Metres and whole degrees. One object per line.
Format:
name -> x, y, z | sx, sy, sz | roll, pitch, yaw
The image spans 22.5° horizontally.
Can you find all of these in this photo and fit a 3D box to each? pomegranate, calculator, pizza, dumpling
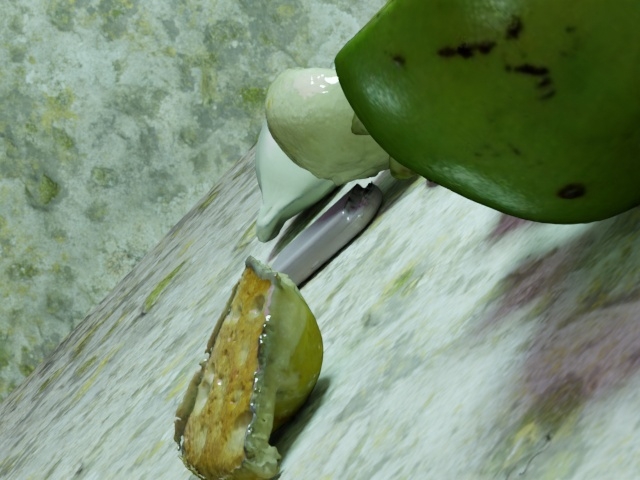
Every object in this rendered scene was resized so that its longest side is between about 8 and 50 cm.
pomegranate -> 0.157, -0.122, 1.014 | 0.309, 0.216, 0.358 | -51, 2, -34
calculator -> 0.000, 0.000, 1.753 | 0.175, 0.032, 0.100 | -42, 9, 25
pizza -> -0.042, 0.122, 1.300 | 0.188, 0.081, 0.204 | -69, 19, 3
dumpling -> -0.016, -0.102, 2.093 | 0.179, 0.131, 0.252 | 81, -151, -77

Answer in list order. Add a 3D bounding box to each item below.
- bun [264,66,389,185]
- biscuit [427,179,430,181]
bun -> 0.036, -0.119, 1.751 | 0.222, 0.222, 0.127 | 180, 99, -78
biscuit -> 0.165, -0.132, 1.601 | 0.188, 0.027, 0.188 | -44, 9, 9
